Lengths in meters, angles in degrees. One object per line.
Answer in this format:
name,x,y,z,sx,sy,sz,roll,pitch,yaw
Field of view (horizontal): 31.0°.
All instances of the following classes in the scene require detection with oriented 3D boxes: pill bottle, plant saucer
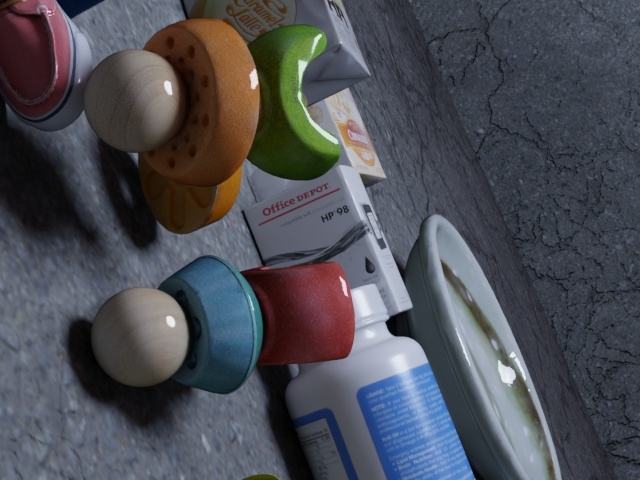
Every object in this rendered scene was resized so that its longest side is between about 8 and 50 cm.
pill bottle,0.045,0.153,0.944,0.221,0.124,0.124,70,15,7
plant saucer,0.184,0.166,1.452,0.400,0.101,0.400,58,16,-28

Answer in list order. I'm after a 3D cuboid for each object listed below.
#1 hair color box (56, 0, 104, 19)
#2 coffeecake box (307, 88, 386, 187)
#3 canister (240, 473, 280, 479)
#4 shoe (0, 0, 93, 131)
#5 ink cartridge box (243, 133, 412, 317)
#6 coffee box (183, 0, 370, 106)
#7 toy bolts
hair color box,-0.155,-0.339,0.899,0.105,0.174,0.347,52,20,-41
coffeecake box,-0.002,-0.147,1.345,0.185,0.068,0.142,68,16,6
canister,-0.022,0.243,0.682,0.170,0.073,0.126,63,15,-18
shoe,-0.197,-0.150,0.693,0.081,0.063,0.178,35,29,-61
ink cartridge box,0.000,0.000,1.062,0.180,0.104,0.060,67,16,5
coffee box,-0.061,-0.256,1.163,0.098,0.141,0.246,29,41,-66
toy bolts,-0.097,-0.012,0.740,0.158,0.218,0.228,-6,85,-41
